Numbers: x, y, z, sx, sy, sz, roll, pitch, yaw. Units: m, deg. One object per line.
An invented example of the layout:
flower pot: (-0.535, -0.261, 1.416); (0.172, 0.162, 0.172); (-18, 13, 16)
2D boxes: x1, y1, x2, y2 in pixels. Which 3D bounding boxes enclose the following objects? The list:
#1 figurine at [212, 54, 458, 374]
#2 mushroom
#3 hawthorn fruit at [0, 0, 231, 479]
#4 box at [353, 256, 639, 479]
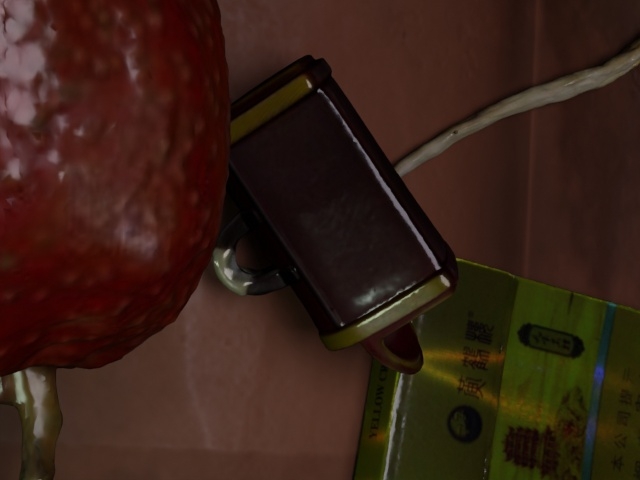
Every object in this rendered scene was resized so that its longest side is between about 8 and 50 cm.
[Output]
figurine: (0.000, 0.001, 0.727); (0.098, 0.082, 0.154); (-32, 97, 5)
mushroom: (0.118, -0.075, 0.839); (0.286, 0.026, 0.028); (-35, 120, -30)
hawthorn fruit: (-0.131, -0.028, 0.590); (0.205, 0.205, 0.253); (-11, 99, -31)
box: (0.113, 0.084, 0.819); (0.193, 0.030, 0.121); (15, 79, -30)
